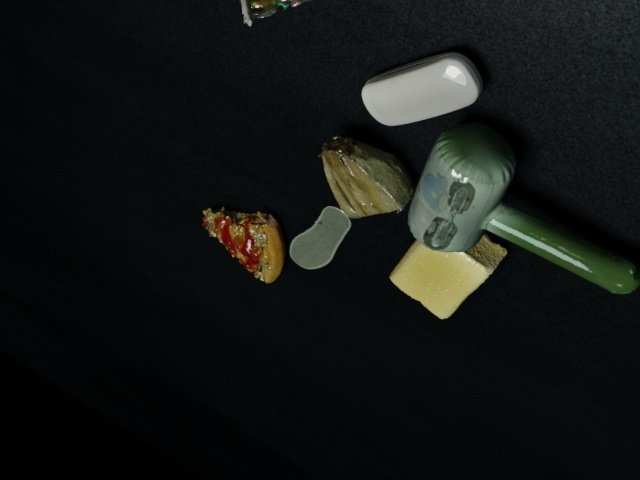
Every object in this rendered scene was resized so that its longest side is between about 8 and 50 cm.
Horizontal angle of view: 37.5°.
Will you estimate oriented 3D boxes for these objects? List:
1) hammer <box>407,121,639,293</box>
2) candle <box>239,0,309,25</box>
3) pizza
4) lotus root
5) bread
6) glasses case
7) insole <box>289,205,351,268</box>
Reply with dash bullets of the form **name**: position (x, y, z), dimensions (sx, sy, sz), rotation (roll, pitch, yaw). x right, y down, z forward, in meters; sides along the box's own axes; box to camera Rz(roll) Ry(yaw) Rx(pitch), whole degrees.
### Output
- **hammer**: position (0.292, -0.021, 1.312), dimensions (0.335, 0.119, 0.206), rotation (27, 146, 7)
- **candle**: position (-0.035, -0.363, 1.026), dimensions (0.187, 0.330, 0.187), rotation (26, 152, 15)
- **pizza**: position (-0.158, -0.005, 1.807), dimensions (0.199, 0.062, 0.188), rotation (26, 143, 22)
- **lotus root**: position (0.069, -0.107, 1.456), dimensions (0.143, 0.070, 0.144), rotation (3, 136, 51)
- **bread**: position (0.200, 0.038, 1.498), dimensions (0.125, 0.068, 0.188), rotation (37, 146, 5)
- **glasses case**: position (0.135, -0.205, 1.288), dimensions (0.197, 0.049, 0.076), rotation (-9, 124, 49)
- **insole**: position (0.000, 0.000, 1.708), dimensions (0.080, 0.003, 0.232), rotation (40, 147, -1)
